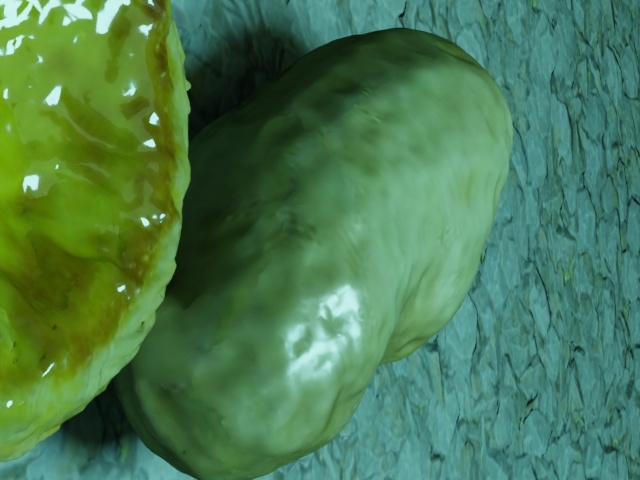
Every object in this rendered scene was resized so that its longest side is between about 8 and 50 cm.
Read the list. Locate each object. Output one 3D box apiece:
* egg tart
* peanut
[{"bbox_3d":[-0.167,-0.068,0.575,0.319,0.128,0.319,12,76,-63],"label":"egg tart"},{"bbox_3d":[0.000,0.000,0.834,0.387,0.169,0.192,-46,130,-49],"label":"peanut"}]
